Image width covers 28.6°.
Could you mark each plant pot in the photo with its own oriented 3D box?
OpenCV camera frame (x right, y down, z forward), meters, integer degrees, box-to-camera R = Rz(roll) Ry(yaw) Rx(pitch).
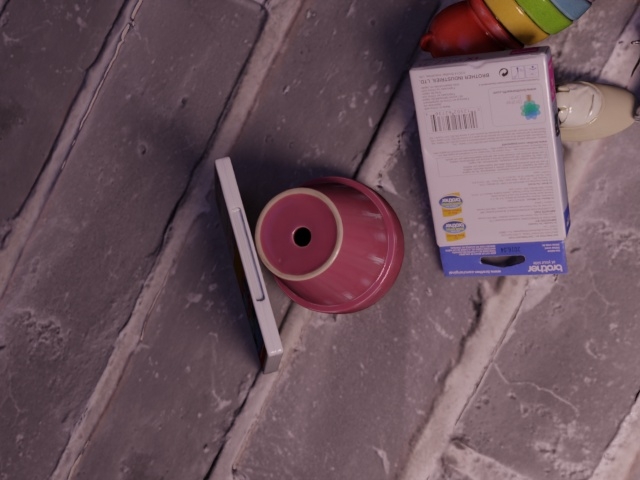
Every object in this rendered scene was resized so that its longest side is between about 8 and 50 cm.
[{"bbox_3d":[0.000,0.000,1.772,0.201,0.180,0.201,-3,82,20],"label":"plant pot"}]

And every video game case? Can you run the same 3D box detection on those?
[{"bbox_3d":[-0.106,0.041,1.799,0.025,0.204,0.285,-14,78,-8],"label":"video game case"}]

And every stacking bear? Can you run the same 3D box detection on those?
[{"bbox_3d":[0.273,-0.331,1.728,0.289,0.175,0.164,-37,59,21],"label":"stacking bear"}]

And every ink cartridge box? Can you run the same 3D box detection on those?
[{"bbox_3d":[0.238,-0.102,1.716,0.186,0.065,0.311,-3,109,20],"label":"ink cartridge box"}]

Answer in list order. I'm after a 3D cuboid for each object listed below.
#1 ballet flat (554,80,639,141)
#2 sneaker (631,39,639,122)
[{"bbox_3d":[0.311,-0.182,1.732,0.248,0.086,0.086,-1,84,20],"label":"ballet flat"},{"bbox_3d":[0.472,-0.283,1.672,0.115,0.105,0.281,3,86,20],"label":"sneaker"}]
